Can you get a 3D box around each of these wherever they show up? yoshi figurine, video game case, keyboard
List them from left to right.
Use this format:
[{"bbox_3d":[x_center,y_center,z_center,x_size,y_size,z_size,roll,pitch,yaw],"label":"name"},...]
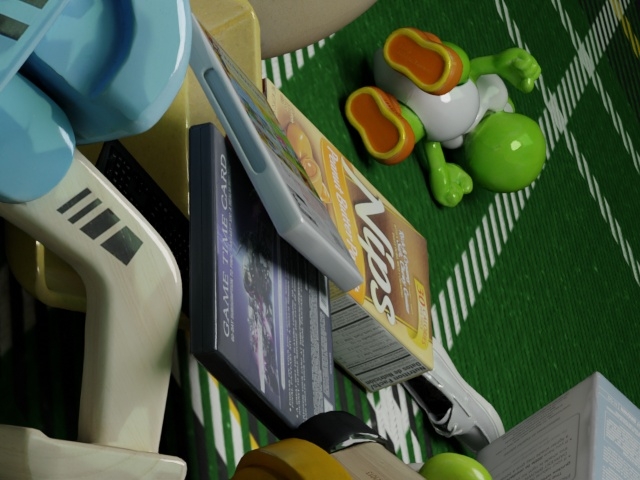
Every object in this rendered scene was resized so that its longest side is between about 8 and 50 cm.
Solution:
[{"bbox_3d":[-0.124,0.004,1.384,0.192,0.038,0.100,50,42,-41],"label":"keyboard"},{"bbox_3d":[-0.043,0.054,1.364,0.274,0.026,0.196,51,31,-56],"label":"video game case"},{"bbox_3d":[-0.042,-0.068,1.416,0.206,0.026,0.227,62,6,18],"label":"video game case"},{"bbox_3d":[0.188,-0.147,2.129,0.362,0.204,0.203,6,80,-64],"label":"yoshi figurine"}]

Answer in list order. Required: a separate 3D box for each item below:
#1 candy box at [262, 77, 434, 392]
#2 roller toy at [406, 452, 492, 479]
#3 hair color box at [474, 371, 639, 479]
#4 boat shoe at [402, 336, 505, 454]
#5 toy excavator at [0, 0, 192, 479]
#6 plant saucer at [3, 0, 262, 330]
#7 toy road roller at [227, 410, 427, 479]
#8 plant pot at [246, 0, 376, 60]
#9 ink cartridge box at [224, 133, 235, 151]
[{"bbox_3d":[0.000,0.000,1.744,0.316,0.088,0.183,43,35,-40],"label":"candy box"},{"bbox_3d":[0.087,0.315,1.537,0.209,0.191,0.146,68,25,-6],"label":"roller toy"},{"bbox_3d":[0.244,0.320,1.716,0.113,0.185,0.374,42,30,-15],"label":"hair color box"},{"bbox_3d":[0.144,0.187,1.901,0.184,0.066,0.063,58,41,-23],"label":"boat shoe"},{"bbox_3d":[-0.195,-0.072,1.191,0.445,0.222,0.433,40,69,-22],"label":"toy excavator"},{"bbox_3d":[-0.168,-0.084,1.452,0.333,0.081,0.332,17,67,-58],"label":"plant saucer"},{"bbox_3d":[-0.015,0.308,1.296,0.241,0.202,0.329,-13,119,-31],"label":"toy road roller"},{"bbox_3d":[-0.071,-0.292,1.694,0.284,0.284,0.191,48,62,-33],"label":"plant pot"},{"bbox_3d":[-0.049,-0.005,1.490,0.145,0.045,0.179,62,29,-45],"label":"ink cartridge box"}]
